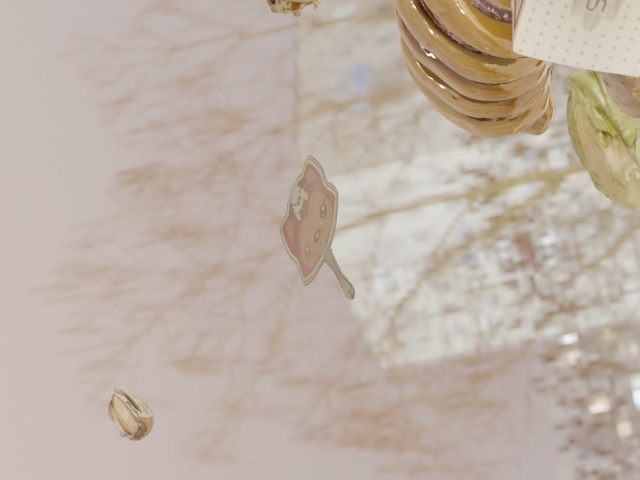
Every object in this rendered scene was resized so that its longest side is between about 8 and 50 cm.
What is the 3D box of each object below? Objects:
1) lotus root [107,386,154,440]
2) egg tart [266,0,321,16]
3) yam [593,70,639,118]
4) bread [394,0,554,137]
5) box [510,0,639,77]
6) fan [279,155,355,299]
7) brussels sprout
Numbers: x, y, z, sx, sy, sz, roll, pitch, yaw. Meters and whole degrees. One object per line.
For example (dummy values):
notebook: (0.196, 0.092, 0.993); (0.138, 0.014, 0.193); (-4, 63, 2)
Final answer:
lotus root: (-0.197, 0.187, 1.918); (0.083, 0.030, 0.037); (40, 114, 59)
egg tart: (-0.068, -0.313, 1.465); (0.279, 0.095, 0.279); (40, -152, -27)
yam: (0.236, -0.202, 1.607); (0.356, 0.081, 0.081); (37, -139, -56)
bread: (0.109, -0.145, 1.330); (0.134, 0.081, 0.225); (45, 170, 19)
box: (0.191, -0.292, 1.200); (0.330, 0.095, 0.210); (-82, 4, -47)
fan: (0.000, 0.000, 2.066); (0.220, 0.009, 0.132); (-118, 40, -49)
brussels sprout: (0.327, -0.121, 2.007); (0.181, 0.100, 0.139); (57, 154, 27)
